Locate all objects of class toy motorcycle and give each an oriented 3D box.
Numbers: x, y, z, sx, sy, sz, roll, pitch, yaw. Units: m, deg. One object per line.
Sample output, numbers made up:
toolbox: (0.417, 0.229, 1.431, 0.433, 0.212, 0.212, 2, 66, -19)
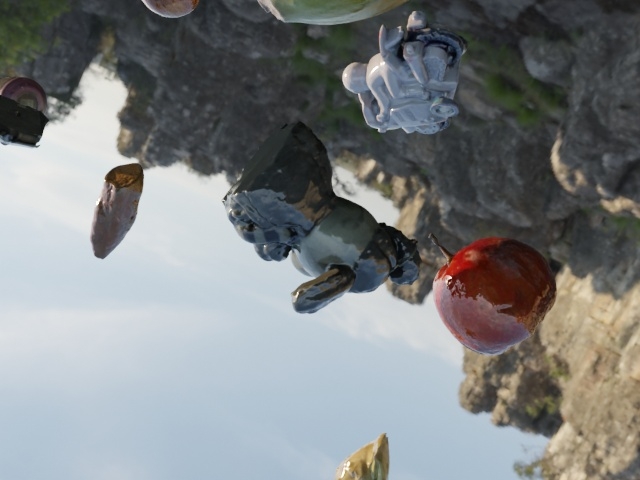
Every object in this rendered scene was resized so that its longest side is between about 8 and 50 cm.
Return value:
toy motorcycle: (0.115, -0.223, 1.030, 0.171, 0.110, 0.260, 7, 162, 7)

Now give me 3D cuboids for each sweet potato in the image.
sweet potato: (-0.455, -0.062, 1.594, 0.097, 0.251, 0.097, 24, -152, -14)

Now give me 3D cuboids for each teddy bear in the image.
teddy bear: (-0.015, -0.004, 0.860, 0.251, 0.171, 0.144, 54, 140, -7)

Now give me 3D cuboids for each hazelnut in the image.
hazelnut: (-0.291, -0.509, 1.371, 0.150, 0.150, 0.150, 25, -174, -3)

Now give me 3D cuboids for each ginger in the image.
ginger: (0.094, 0.475, 1.523, 0.123, 0.115, 0.193, -17, 175, 14)

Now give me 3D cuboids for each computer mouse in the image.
computer mouse: (-0.616, -0.224, 1.444, 0.126, 0.071, 0.231, 23, -164, -26)

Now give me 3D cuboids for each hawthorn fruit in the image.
hawthorn fruit: (0.311, 0.084, 1.420, 0.272, 0.242, 0.242, 39, -175, -3)

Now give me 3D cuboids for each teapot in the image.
teapot: (-0.723, -0.316, 1.699, 0.146, 0.148, 0.116, 22, -156, 35)

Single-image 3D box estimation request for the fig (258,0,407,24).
fig: (0.034, -0.464, 1.025, 0.343, 0.343, 0.343, 25, -174, -3)
